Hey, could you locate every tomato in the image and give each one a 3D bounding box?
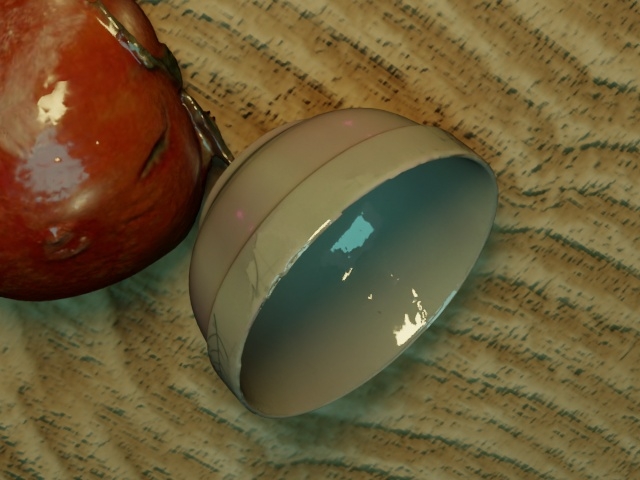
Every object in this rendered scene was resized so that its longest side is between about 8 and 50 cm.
[{"bbox_3d":[-0.227,-0.054,1.164,0.309,0.170,0.309,-3,118,-6],"label":"tomato"}]

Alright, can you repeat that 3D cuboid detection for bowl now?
[{"bbox_3d":[0.000,0.000,1.198,0.287,0.144,0.287,-34,151,-22],"label":"bowl"}]
